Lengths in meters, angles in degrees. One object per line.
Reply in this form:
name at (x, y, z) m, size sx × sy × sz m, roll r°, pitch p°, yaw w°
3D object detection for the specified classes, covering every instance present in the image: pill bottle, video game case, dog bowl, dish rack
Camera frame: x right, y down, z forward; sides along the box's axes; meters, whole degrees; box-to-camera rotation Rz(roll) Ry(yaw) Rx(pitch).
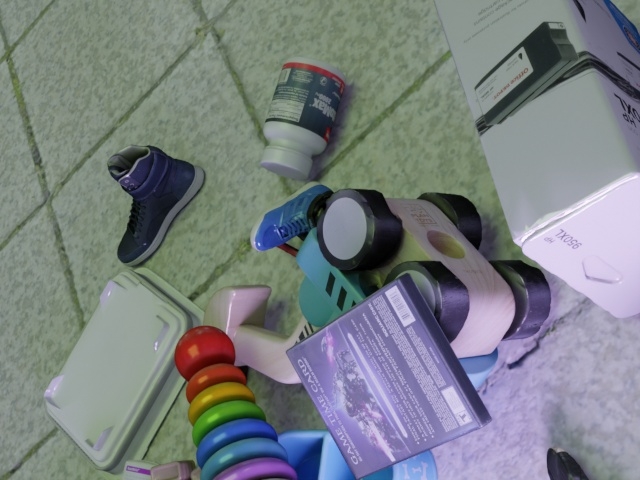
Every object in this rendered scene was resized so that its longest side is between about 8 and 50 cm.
pill bottle at (-0.032, -0.195, 1.926) m, size 0.108 × 0.108 × 0.180 m, roll 7°, pitch 76°, yaw 44°
video game case at (0.075, 0.175, 1.465) m, size 0.274 × 0.026 × 0.196 m, roll -37°, pitch 80°, yaw 52°
dog bowl at (0.020, 0.336, 1.644) m, size 0.297 × 0.074 × 0.166 m, roll -8°, pitch 65°, yaw 41°
dish rack at (-0.352, 0.218, 2.050) m, size 0.285 × 0.072 × 0.333 m, roll 31°, pitch 92°, yaw 47°

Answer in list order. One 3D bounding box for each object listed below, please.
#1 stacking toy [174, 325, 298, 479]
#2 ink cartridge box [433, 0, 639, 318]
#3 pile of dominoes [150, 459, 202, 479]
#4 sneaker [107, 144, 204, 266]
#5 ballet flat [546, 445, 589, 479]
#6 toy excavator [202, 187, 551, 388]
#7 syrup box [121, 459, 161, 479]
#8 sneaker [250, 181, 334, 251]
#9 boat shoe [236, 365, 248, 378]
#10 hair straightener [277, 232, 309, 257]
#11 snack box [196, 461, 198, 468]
stacking toy at (-0.127, 0.253, 1.658) m, size 0.141 × 0.141 × 0.330 m, roll -40°, pitch 50°, yaw 21°
ink cartridge box at (0.318, -0.140, 1.446) m, size 0.166 × 0.285 × 0.395 m, roll -32°, pitch 52°, yaw 27°
pile of dominoes at (-0.190, 0.446, 1.722) m, size 0.196 × 0.040 × 0.251 m, roll -19°, pitch 73°, yaw 31°
sneaker at (-0.332, -0.067, 2.103) m, size 0.226 × 0.163 × 0.086 m, roll -54°, pitch 46°, yaw 11°
ballet flat at (0.321, 0.311, 1.408) m, size 0.173 × 0.049 × 0.058 m, roll -124°, pitch 27°, yaw -44°
toy excavator at (0.030, 0.112, 1.654) m, size 0.433 × 0.222 × 0.445 m, roll 50°, pitch 123°, yaw 33°
syrup box at (-0.267, 0.465, 1.831) m, size 0.096 × 0.093 × 0.237 m, roll 1°, pitch 71°, yaw 44°
sneaker at (-0.032, -0.029, 1.822) m, size 0.152 × 0.058 × 0.084 m, roll -36°, pitch 36°, yaw -20°
boat shoe at (-0.150, 0.247, 1.866) m, size 0.045 × 0.050 × 0.135 m, roll -12°, pitch 52°, yaw 42°
hair straightener at (0.000, 0.000, 1.843) m, size 0.230 × 0.047 × 0.089 m, roll 31°, pitch 92°, yaw 46°
snack box at (-0.151, 0.365, 1.765) m, size 0.141 × 0.037 × 0.100 m, roll -135°, pitch 55°, yaw -61°
